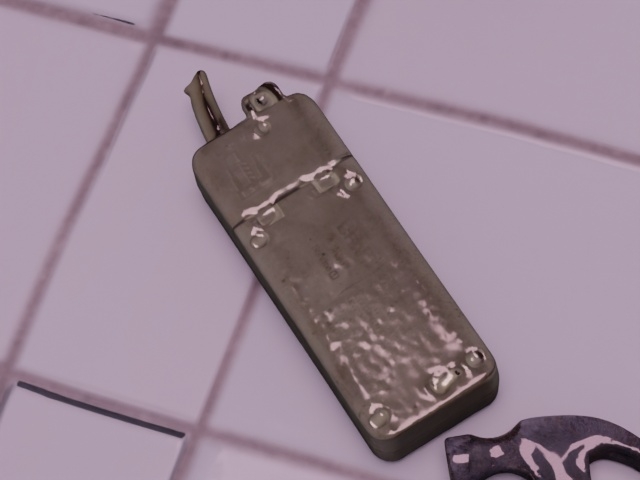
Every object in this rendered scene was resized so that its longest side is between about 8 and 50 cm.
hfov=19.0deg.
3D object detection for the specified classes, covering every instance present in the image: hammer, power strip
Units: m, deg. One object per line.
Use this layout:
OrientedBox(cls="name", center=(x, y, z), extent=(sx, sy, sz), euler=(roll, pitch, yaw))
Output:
OrientedBox(cls="hammer", center=(0.161, 0.237, 1.082), extent=(0.137, 0.037, 0.290), euler=(-11, 65, 3))
OrientedBox(cls="power strip", center=(0.000, 0.000, 1.197), extent=(0.093, 0.053, 0.288), euler=(-31, 66, -6))
